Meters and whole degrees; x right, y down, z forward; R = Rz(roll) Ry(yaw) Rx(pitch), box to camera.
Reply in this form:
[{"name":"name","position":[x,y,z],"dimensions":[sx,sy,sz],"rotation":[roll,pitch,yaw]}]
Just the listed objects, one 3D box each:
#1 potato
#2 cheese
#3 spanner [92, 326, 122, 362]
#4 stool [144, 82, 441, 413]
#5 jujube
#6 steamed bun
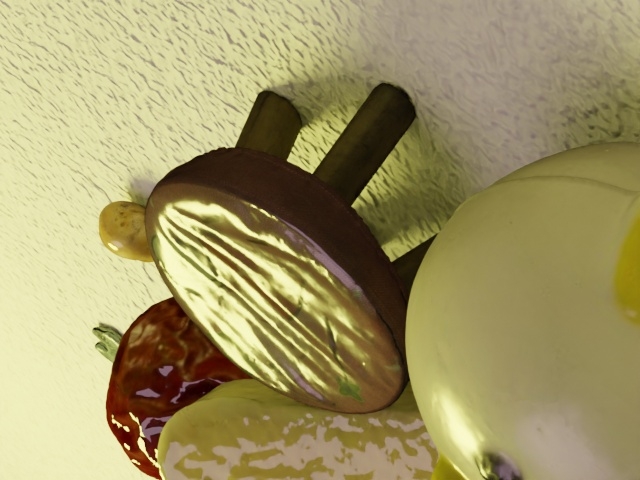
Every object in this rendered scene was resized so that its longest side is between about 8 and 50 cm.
[{"name":"potato","position":[-0.194,-0.006,1.913],"dimensions":[0.062,0.068,0.083],"rotation":[-20,141,13]},{"name":"cheese","position":[0.051,0.305,1.689],"dimensions":[0.383,0.104,0.384],"rotation":[3,100,20]},{"name":"spanner","position":[-0.152,0.169,2.139],"dimensions":[0.302,0.017,0.071],"rotation":[22,146,29]},{"name":"stool","position":[0.000,0.000,1.582],"dimensions":[0.272,0.178,0.272],"rotation":[28,148,20]},{"name":"jujube","position":[-0.056,0.161,1.853],"dimensions":[0.342,0.216,0.216],"rotation":[0,133,28]},{"name":"steamed bun","position":[0.236,0.105,1.333],"dimensions":[0.374,0.334,0.334],"rotation":[46,150,-19]}]
